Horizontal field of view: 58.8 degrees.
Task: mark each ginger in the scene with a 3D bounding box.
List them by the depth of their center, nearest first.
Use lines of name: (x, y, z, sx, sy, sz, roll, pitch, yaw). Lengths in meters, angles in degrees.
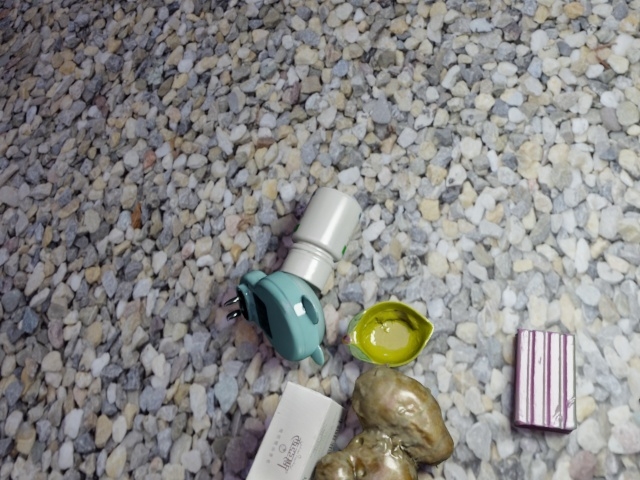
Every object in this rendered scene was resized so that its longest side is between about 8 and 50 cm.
ginger: (0.130, 0.427, 1.165, 0.244, 0.155, 0.304, 36, 68, -4)

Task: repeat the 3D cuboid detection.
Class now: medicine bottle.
medicine bottle: (0.000, 0.000, 1.399, 0.139, 0.139, 0.237, 18, 74, 20)

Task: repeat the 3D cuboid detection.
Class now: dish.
dish: (0.156, 0.219, 1.298, 0.207, 0.080, 0.149, -8, 70, 9)

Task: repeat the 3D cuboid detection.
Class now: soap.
soap: (0.471, 0.294, 1.195, 0.122, 0.065, 0.203, 4, 69, 15)

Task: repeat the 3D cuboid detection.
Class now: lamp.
lamp: (-0.094, 0.165, 1.322, 0.284, 0.210, 0.147, 15, 35, 33)

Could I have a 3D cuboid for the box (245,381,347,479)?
box: (-0.050, 0.446, 1.187, 0.111, 0.194, 0.261, 20, 72, 20)
